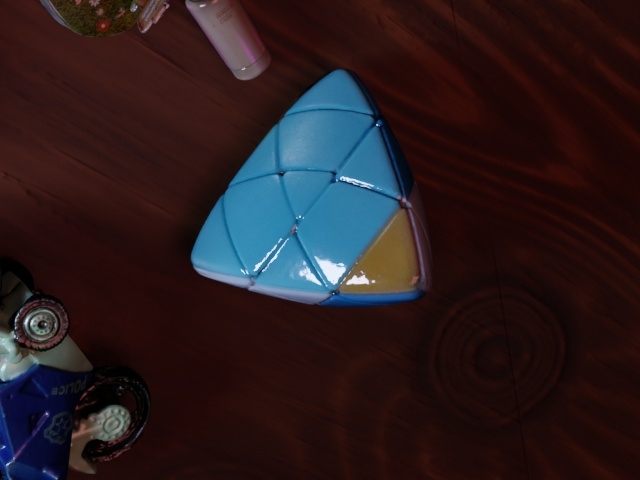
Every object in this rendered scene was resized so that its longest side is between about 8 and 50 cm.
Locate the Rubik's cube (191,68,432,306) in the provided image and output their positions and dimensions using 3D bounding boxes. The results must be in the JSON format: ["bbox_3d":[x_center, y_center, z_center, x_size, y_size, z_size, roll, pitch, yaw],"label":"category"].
[{"bbox_3d":[0.000,0.000,1.246,0.254,0.254,0.254,-13,117,-28],"label":"Rubik's cube"}]

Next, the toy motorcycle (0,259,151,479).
[{"bbox_3d":[-0.293,0.128,1.179,0.196,0.125,0.331,-47,131,-8],"label":"toy motorcycle"}]

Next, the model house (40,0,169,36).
[{"bbox_3d":[-0.106,-0.297,1.091,0.294,0.154,0.207,-36,124,-15],"label":"model house"}]

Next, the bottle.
[{"bbox_3d":[-0.082,-0.193,1.218,0.045,0.045,0.096,-42,127,-11],"label":"bottle"}]
